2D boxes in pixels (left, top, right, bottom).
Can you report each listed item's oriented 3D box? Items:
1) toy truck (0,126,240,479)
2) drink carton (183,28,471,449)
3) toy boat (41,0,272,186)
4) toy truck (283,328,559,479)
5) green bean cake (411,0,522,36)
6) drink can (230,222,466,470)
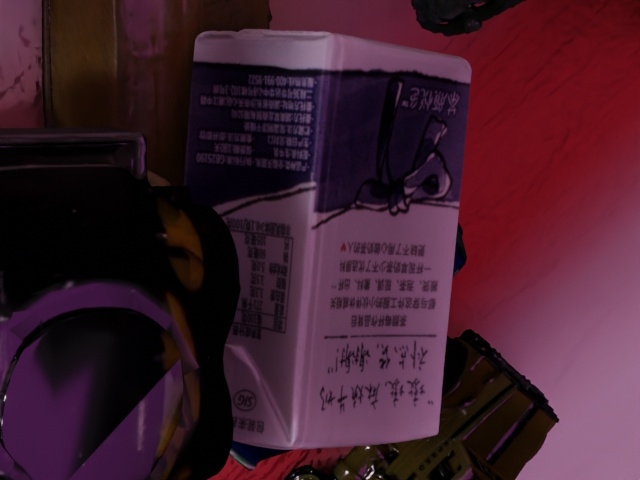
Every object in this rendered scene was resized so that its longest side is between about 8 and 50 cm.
[{"bbox_3d":[-0.168,0.137,1.018,0.181,0.254,0.405,-3,101,-29],"label":"toy truck"},{"bbox_3d":[0.001,0.001,1.067,0.134,0.102,0.222,3,92,-53],"label":"drink carton"},{"bbox_3d":[-0.086,-0.137,1.082,0.121,0.089,0.321,-15,120,-33],"label":"toy boat"},{"bbox_3d":[0.061,0.191,1.329,0.257,0.127,0.127,-52,129,-3],"label":"toy truck"},{"bbox_3d":[0.106,-0.247,1.125,0.107,0.193,0.208,-29,93,-40],"label":"green bean cake"},{"bbox_3d":[-0.010,0.040,1.205,0.205,0.118,0.118,-47,130,-4],"label":"drink can"}]
